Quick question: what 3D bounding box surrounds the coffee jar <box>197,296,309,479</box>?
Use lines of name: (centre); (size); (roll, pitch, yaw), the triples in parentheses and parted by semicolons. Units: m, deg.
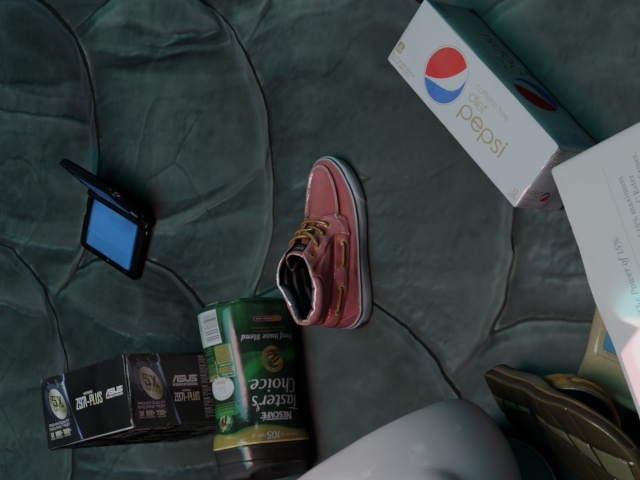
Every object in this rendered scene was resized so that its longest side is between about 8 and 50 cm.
coffee jar: (-0.067, 0.153, 1.716); (0.079, 0.096, 0.184); (-17, 77, 46)

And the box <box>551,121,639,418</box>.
box: (0.375, -0.021, 1.196); (0.345, 0.168, 0.215); (-29, 69, 32)

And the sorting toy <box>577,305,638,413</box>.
sorting toy: (0.345, 0.060, 1.341); (0.307, 0.041, 0.229); (24, 105, 43)

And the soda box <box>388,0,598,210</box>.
soda box: (0.155, -0.124, 1.523); (0.216, 0.069, 0.074); (53, 123, 33)

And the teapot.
teapot: (0.080, 0.269, 1.446); (0.252, 0.256, 0.187); (-38, 73, 25)

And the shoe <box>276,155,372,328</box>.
shoe: (0.000, 0.000, 1.665); (0.063, 0.081, 0.178); (-17, 76, 44)

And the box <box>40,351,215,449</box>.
box: (-0.177, 0.168, 1.766); (0.147, 0.180, 0.077); (-19, 75, 44)

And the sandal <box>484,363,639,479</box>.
sandal: (0.217, 0.151, 1.440); (0.090, 0.060, 0.219); (65, 165, -20)

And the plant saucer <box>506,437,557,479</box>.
plant saucer: (0.176, 0.237, 1.519); (0.119, 0.021, 0.119); (-1, 88, 45)

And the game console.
game console: (-0.254, -0.025, 1.934); (0.122, 0.107, 0.071); (28, 80, 42)
